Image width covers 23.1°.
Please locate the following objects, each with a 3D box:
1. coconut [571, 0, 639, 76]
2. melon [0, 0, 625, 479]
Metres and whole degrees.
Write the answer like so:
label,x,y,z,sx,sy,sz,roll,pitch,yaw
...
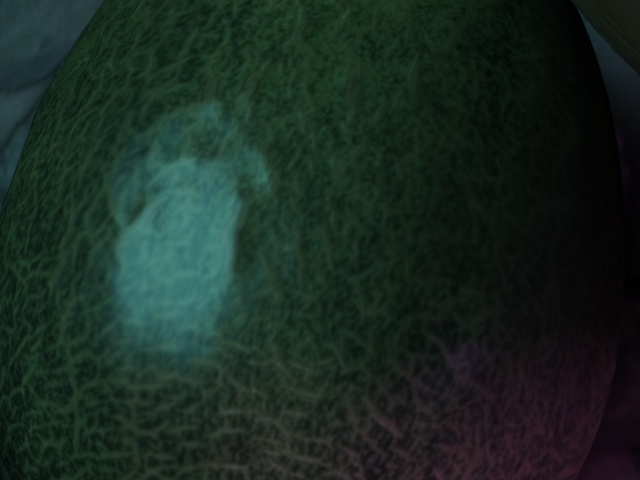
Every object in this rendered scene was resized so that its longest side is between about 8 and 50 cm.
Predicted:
label,x,y,z,sx,sy,sz,roll,pitch,yaw
coconut,0.225,-0.172,0.461,0.415,0.415,0.345,37,102,44
melon,0.000,0.000,0.620,0.248,0.248,0.329,-5,57,37
